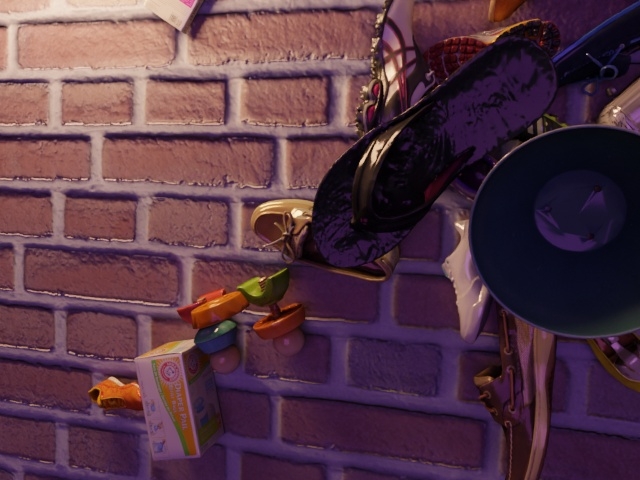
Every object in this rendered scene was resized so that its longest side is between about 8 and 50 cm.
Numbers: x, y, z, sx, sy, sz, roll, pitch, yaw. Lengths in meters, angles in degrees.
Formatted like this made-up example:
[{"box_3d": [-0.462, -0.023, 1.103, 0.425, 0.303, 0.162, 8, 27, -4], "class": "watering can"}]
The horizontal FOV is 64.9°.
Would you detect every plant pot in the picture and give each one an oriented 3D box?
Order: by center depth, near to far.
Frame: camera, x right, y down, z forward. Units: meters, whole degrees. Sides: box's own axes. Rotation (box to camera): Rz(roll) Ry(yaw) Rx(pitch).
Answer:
[{"box_3d": [0.385, -0.026, 0.750, 0.290, 0.195, 0.290, 7, 105, 25], "class": "plant pot"}]

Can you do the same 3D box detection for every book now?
[{"box_3d": [-0.269, -0.494, 0.980, 0.096, 0.035, 0.144, 36, 101, 6], "class": "book"}]

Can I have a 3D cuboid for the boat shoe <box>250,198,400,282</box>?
[{"box_3d": [0.000, 0.000, 0.902, 0.285, 0.089, 0.105, 14, 118, 12], "class": "boat shoe"}]

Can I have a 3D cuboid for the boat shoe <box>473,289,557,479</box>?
[{"box_3d": [0.321, 0.245, 0.844, 0.123, 0.123, 0.342, 5, 92, 23], "class": "boat shoe"}]

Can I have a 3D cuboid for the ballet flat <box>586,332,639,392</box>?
[{"box_3d": [0.478, 0.167, 0.814, 0.077, 0.077, 0.231, -42, 84, 12], "class": "ballet flat"}]

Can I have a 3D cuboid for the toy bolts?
[{"box_3d": [-0.157, 0.173, 0.922, 0.228, 0.218, 0.159, -18, 95, 32], "class": "toy bolts"}]

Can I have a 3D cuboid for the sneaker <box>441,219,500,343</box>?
[{"box_3d": [0.253, 0.068, 0.874, 0.094, 0.080, 0.212, 9, 89, 25], "class": "sneaker"}]

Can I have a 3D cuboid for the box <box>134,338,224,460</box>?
[{"box_3d": [-0.275, 0.308, 0.991, 0.103, 0.114, 0.203, -10, 90, 14], "class": "box"}]

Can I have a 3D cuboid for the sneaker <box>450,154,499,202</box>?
[{"box_3d": [0.216, -0.140, 0.845, 0.236, 0.104, 0.095, 33, 103, 13], "class": "sneaker"}]

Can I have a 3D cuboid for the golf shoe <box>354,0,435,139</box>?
[{"box_3d": [0.137, -0.288, 0.847, 0.120, 0.105, 0.273, 10, 85, 9], "class": "golf shoe"}]

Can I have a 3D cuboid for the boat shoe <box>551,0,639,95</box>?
[{"box_3d": [0.451, -0.292, 0.778, 0.258, 0.109, 0.089, -32, 90, 16], "class": "boat shoe"}]

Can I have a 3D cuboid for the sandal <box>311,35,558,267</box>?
[{"box_3d": [0.143, -0.122, 0.748, 0.167, 0.107, 0.446, 45, 109, -4], "class": "sandal"}]

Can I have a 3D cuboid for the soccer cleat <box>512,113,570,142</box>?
[{"box_3d": [0.352, -0.187, 0.837, 0.179, 0.060, 0.072, 40, 111, 15], "class": "soccer cleat"}]

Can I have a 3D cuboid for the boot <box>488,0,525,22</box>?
[{"box_3d": [0.417, -0.437, 0.769, 0.211, 0.104, 0.295, 33, 93, 18], "class": "boot"}]

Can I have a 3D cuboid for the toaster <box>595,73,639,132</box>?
[{"box_3d": [0.533, -0.162, 0.756, 0.146, 0.129, 0.227, -37, 87, 17], "class": "toaster"}]

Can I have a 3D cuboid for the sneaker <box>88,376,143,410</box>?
[{"box_3d": [-0.407, 0.323, 1.020, 0.175, 0.067, 0.064, -8, 106, 40], "class": "sneaker"}]

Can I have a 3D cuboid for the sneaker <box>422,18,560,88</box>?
[{"box_3d": [0.277, -0.305, 0.837, 0.225, 0.093, 0.088, -2, 113, 28], "class": "sneaker"}]
